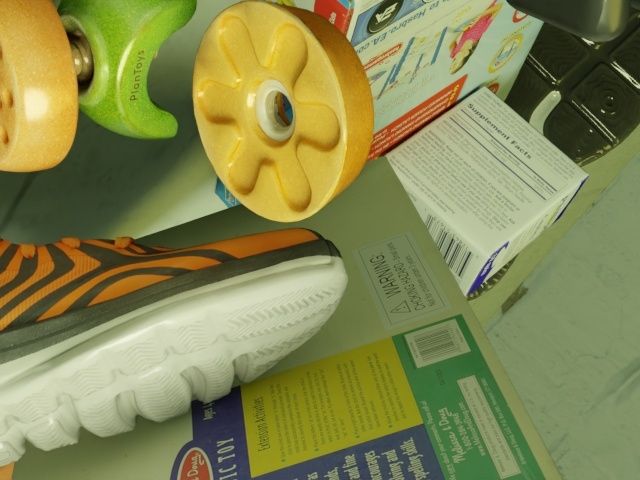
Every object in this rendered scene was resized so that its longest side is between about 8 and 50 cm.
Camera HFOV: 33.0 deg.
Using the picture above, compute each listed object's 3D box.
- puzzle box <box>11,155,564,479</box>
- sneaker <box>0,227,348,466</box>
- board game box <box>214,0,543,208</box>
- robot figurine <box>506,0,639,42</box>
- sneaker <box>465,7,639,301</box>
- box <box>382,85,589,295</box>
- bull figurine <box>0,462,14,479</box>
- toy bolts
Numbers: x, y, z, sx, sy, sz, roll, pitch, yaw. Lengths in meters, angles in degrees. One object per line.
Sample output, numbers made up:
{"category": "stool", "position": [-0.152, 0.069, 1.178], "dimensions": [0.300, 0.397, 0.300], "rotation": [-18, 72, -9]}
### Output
{"category": "puzzle box", "position": [-0.042, 0.085, 0.641], "dimensions": [0.272, 0.409, 0.052], "rotation": [-18, 117, 0]}
{"category": "sneaker", "position": [-0.157, 0.013, 0.556], "dimensions": [0.321, 0.180, 0.124], "rotation": [-16, 153, -15]}
{"category": "board game box", "position": [0.071, -0.168, 0.866], "dimensions": [0.308, 0.086, 0.302], "rotation": [-35, 161, -30]}
{"category": "robot figurine", "position": [0.167, -0.265, 0.633], "dimensions": [0.209, 0.174, 0.278], "rotation": [-62, 153, -50]}
{"category": "sneaker", "position": [0.219, -0.105, 1.331], "dimensions": [0.447, 0.169, 0.257], "rotation": [-49, -175, -13]}
{"category": "box", "position": [0.133, -0.044, 0.930], "dimensions": [0.137, 0.126, 0.072], "rotation": [-36, 160, -27]}
{"category": "bull figurine", "position": [-0.268, 0.148, 0.789], "dimensions": [0.188, 0.101, 0.310], "rotation": [-41, 161, -1]}
{"category": "toy bolts", "position": [-0.095, -0.110, 0.459], "dimensions": [0.159, 0.218, 0.228], "rotation": [-21, 133, -41]}
